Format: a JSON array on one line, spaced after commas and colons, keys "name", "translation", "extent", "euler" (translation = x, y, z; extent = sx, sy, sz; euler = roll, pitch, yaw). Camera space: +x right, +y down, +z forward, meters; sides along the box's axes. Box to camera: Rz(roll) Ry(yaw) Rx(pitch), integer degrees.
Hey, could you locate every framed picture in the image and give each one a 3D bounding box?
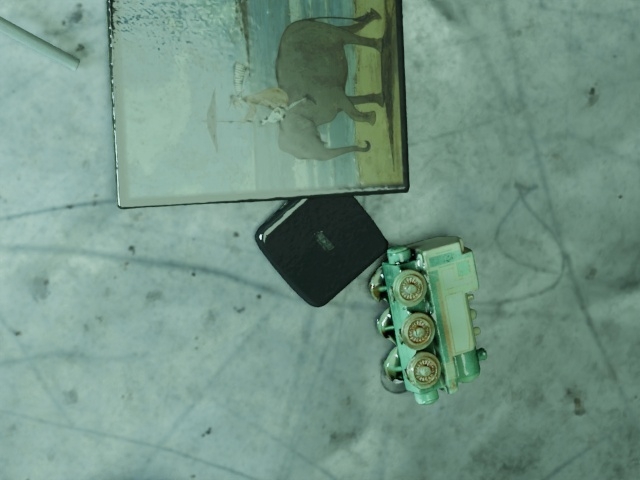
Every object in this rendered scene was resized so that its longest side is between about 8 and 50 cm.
[{"name": "framed picture", "translation": [-0.067, -0.173, 1.882], "extent": [0.347, 0.016, 0.265], "euler": [-3, 94, -15]}]

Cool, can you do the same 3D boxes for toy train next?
[{"name": "toy train", "translation": [0.134, 0.094, 1.972], "extent": [0.125, 0.081, 0.194], "euler": [-15, 102, -17]}]

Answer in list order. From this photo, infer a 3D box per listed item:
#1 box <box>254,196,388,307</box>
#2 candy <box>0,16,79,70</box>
[{"name": "box", "translation": [0.000, 0.000, 1.945], "extent": [0.125, 0.027, 0.126], "euler": [-41, 109, -3]}, {"name": "candy", "translation": [-0.408, -0.270, 1.747], "extent": [0.365, 0.124, 0.124], "euler": [28, 91, -30]}]
